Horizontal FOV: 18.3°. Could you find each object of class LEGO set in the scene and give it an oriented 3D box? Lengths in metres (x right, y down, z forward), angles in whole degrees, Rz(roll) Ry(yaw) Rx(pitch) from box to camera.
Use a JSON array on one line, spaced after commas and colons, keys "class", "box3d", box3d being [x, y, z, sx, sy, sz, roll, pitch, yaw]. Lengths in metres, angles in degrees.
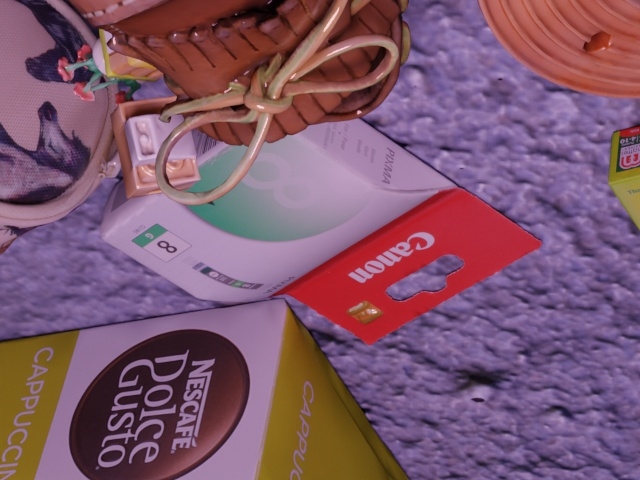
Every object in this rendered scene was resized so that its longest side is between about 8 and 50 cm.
[{"class": "LEGO set", "box3d": [-0.154, -0.151, 1.050, 0.107, 0.132, 0.287, -20, 111, 41]}]

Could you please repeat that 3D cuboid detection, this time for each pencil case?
[{"class": "pencil case", "box3d": [-0.283, -0.010, 1.238, 0.183, 0.160, 0.410, 25, 141, -29]}]

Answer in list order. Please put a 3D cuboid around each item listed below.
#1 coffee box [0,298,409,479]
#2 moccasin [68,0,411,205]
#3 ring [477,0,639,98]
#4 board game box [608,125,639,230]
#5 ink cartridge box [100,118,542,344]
[{"class": "coffee box", "box3d": [-0.126, 0.288, 1.427, 0.334, 0.338, 0.338, -9, 137, 23]}, {"class": "moccasin", "box3d": [-0.028, -0.103, 0.907, 0.139, 0.147, 0.380, -22, 177, 4]}, {"class": "ring", "box3d": [0.218, -0.185, 0.880, 0.336, 0.032, 0.337, -16, 147, -11]}, {"class": "board game box", "box3d": [0.254, -0.004, 1.202, 0.092, 0.043, 0.181, -14, 136, 29]}, {"class": "ink cartridge box", "box3d": [0.000, 0.000, 1.266, 0.224, 0.056, 0.181, 34, 137, -24]}]
